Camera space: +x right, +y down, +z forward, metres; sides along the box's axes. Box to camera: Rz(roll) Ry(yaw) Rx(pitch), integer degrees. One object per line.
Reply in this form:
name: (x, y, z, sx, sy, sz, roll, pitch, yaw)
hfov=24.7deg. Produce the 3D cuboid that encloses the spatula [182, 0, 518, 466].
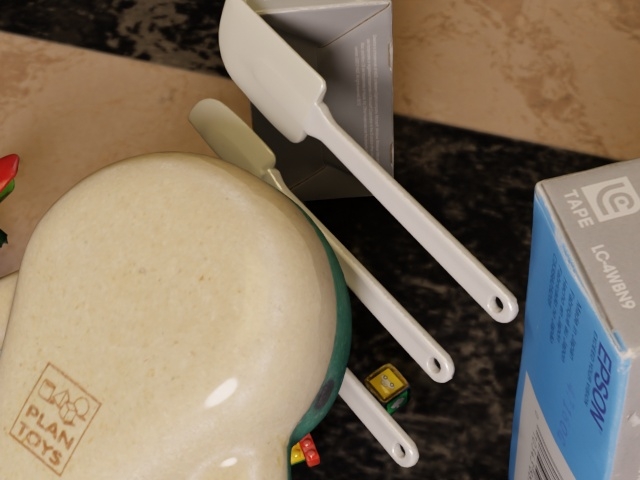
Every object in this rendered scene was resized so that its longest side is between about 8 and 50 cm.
spatula: (0.000, 0.000, 0.802, 0.019, 0.168, 0.242, -19, 56, -43)

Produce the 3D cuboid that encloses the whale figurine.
whale figurine: (-0.093, 0.089, 0.759, 0.216, 0.141, 0.272, 31, 91, 27)

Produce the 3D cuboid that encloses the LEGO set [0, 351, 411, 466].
LEGO set: (-0.078, 0.081, 0.841, 0.244, 0.060, 0.182, 19, 61, 13)

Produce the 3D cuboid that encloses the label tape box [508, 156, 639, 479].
label tape box: (0.278, 0.053, 0.728, 0.348, 0.249, 0.115, -12, 48, -7)

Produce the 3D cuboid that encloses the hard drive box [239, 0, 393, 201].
hard drive box: (-0.007, -0.169, 0.940, 0.089, 0.181, 0.232, -4, 54, -1)

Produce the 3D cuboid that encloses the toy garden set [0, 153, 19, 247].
toy garden set: (-0.232, 0.057, 0.794, 0.049, 0.204, 0.244, 41, 60, -13)
